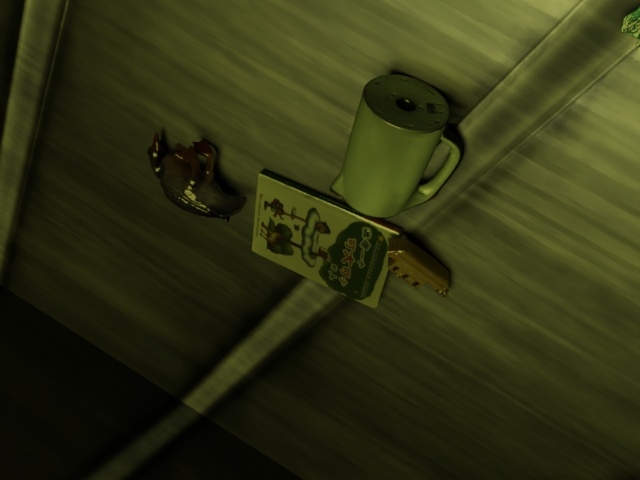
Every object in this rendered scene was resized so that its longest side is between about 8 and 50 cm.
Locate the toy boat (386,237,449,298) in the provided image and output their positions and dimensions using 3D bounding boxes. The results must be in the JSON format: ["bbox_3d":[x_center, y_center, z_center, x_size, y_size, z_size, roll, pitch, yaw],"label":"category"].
[{"bbox_3d":[0.220,0.067,1.424,0.200,0.057,0.077,35,129,-19],"label":"toy boat"}]

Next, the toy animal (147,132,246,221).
[{"bbox_3d":[-0.317,-0.152,1.557,0.298,0.122,0.185,42,132,4],"label":"toy animal"}]

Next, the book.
[{"bbox_3d":[0.000,0.000,1.540,0.371,0.043,0.260,24,134,14],"label":"book"}]

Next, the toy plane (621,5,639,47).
[{"bbox_3d":[0.552,-0.266,0.946,0.235,0.060,0.096,33,129,-1],"label":"toy plane"}]

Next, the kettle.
[{"bbox_3d":[0.159,-0.166,1.224,0.240,0.165,0.255,7,136,-9],"label":"kettle"}]
